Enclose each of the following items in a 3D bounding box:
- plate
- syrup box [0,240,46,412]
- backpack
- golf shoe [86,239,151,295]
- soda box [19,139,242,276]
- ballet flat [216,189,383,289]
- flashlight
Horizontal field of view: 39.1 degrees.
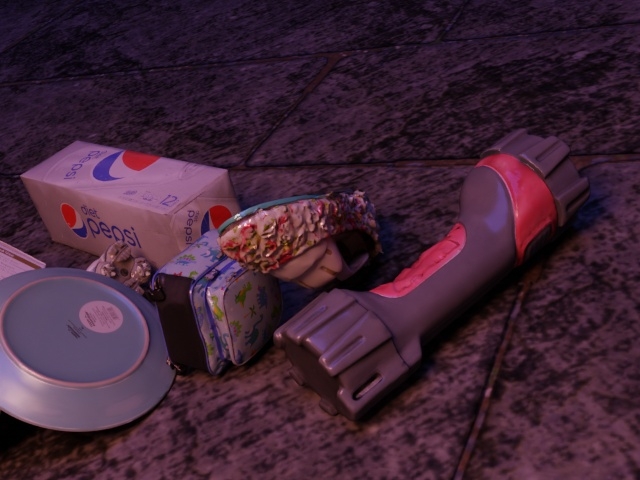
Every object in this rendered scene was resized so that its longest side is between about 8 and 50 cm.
[{"bbox_3d":[-0.213,0.083,0.781,0.188,0.024,0.188,15,37,-12],"label":"plate"},{"bbox_3d":[-0.328,0.096,0.816,0.093,0.096,0.237,-52,23,22],"label":"syrup box"},{"bbox_3d":[-0.082,0.050,0.790,0.084,0.105,0.114,8,35,27],"label":"backpack"},{"bbox_3d":[-0.236,0.080,0.881,0.086,0.069,0.176,-27,20,44],"label":"golf shoe"},{"bbox_3d":[-0.210,-0.036,1.001,0.286,0.098,0.091,14,42,42],"label":"soda box"},{"bbox_3d":[0.000,0.000,0.770,0.091,0.077,0.241,-32,-7,25],"label":"ballet flat"},{"bbox_3d":[0.096,0.018,0.757,0.304,0.103,0.103,-34,11,-25],"label":"flashlight"}]
